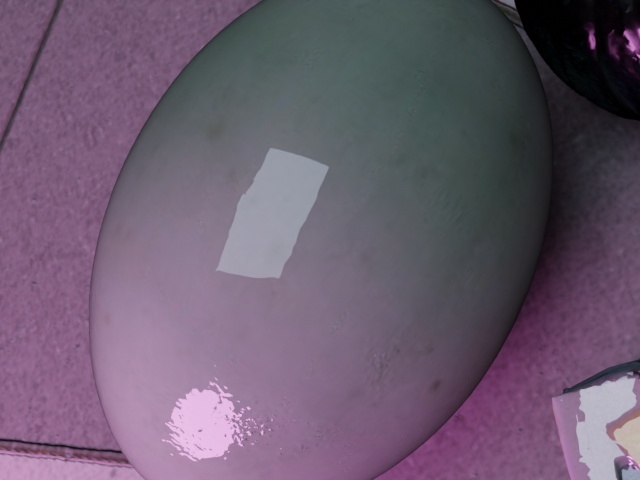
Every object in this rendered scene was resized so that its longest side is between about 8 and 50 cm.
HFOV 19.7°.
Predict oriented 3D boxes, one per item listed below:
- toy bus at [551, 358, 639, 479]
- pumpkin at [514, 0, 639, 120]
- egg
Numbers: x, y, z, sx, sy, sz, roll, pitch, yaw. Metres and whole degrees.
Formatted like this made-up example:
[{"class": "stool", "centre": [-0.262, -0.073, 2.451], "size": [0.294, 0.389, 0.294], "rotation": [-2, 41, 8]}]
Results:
[{"class": "toy bus", "centre": [0.319, 0.107, 1.116], "size": [0.342, 0.097, 0.138], "rotation": [-16, 73, 21]}, {"class": "pumpkin", "centre": [0.225, -0.208, 1.183], "size": [0.248, 0.248, 0.248], "rotation": [-9, 69, 25]}, {"class": "egg", "centre": [0.000, 0.000, 1.210], "size": [0.276, 0.276, 0.389], "rotation": [30, 87, 32]}]
